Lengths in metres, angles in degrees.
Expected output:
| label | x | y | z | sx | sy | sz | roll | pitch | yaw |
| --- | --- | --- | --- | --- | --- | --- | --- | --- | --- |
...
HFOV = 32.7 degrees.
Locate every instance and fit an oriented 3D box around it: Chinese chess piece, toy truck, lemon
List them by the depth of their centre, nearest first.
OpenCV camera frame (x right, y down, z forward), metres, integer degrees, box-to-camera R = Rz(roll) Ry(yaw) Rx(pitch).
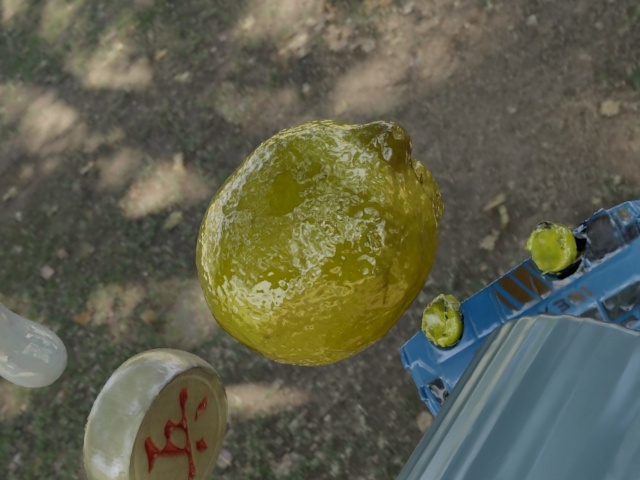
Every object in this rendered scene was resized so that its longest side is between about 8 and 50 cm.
| label | x | y | z | sx | sy | sz | roll | pitch | yaw |
| --- | --- | --- | --- | --- | --- | --- | --- | --- | --- |
| lemon | 0.000 | 0.000 | 1.192 | 0.320 | 0.245 | 0.245 | -52 | 40 | 26 |
| toy truck | 0.258 | 0.090 | 1.214 | 0.385 | 0.161 | 0.162 | -39 | 66 | 42 |
| Chinese chess piece | -0.242 | 0.283 | 1.620 | 0.103 | 0.249 | 0.249 | 14 | 64 | 30 |

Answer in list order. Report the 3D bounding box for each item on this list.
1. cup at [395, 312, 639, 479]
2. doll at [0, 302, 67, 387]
| label | x | y | z | sx | sy | sz | roll | pitch | yaw |
| --- | --- | --- | --- | --- | --- | --- | --- | --- | --- |
| cup | 0.144 | 0.216 | 0.665 | 0.257 | 0.331 | 0.311 | 27 | 63 | 15 |
| doll | -0.502 | 0.081 | 1.126 | 0.366 | 0.376 | 0.187 | -18 | 32 | 18 |
